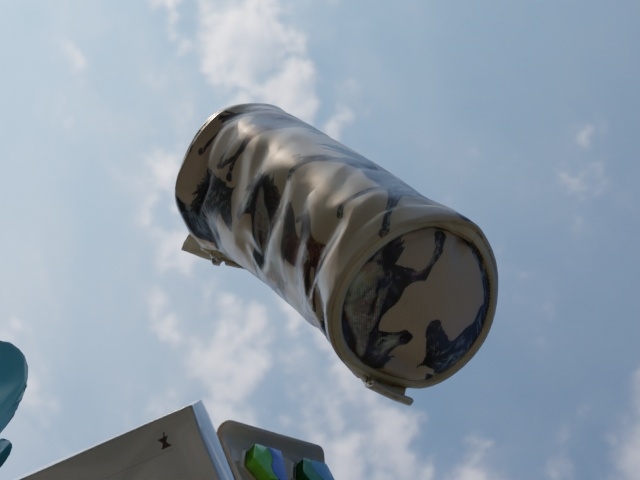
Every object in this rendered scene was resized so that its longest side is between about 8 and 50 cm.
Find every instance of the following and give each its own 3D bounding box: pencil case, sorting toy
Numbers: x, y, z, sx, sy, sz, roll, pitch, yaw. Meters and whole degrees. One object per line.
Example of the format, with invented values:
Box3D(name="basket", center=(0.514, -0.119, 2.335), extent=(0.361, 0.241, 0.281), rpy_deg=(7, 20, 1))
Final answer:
Box3D(name="pencil case", center=(0.000, 0.000, 1.165), extent=(0.410, 0.160, 0.183), rpy_deg=(36, -69, 56))
Box3D(name="sorting toy", center=(-0.024, 0.317, 1.478), extent=(0.038, 0.193, 0.208), rpy_deg=(-44, -134, 21))

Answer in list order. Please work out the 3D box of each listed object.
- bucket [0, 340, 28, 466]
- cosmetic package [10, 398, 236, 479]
Box3D(name="bucket", center=(-0.283, 0.069, 0.494), extent=(0.281, 0.183, 0.281), rpy_deg=(13, -55, 19))
Box3D(name="cosmetic package", center=(-0.232, 0.353, 1.136), extent=(0.377, 0.097, 0.284), rpy_deg=(-23, -92, 0))
